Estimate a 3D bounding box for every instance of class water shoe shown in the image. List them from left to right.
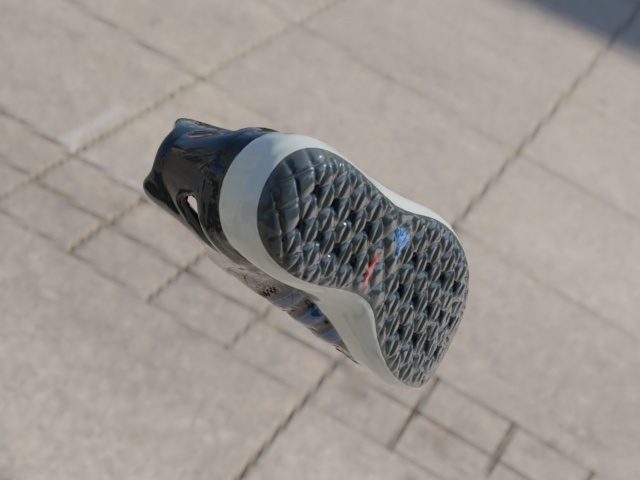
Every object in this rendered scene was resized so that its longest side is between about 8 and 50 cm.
[{"bbox_3d":[0.000,0.000,0.781,0.080,0.073,0.203,22,-13,32],"label":"water shoe"}]
